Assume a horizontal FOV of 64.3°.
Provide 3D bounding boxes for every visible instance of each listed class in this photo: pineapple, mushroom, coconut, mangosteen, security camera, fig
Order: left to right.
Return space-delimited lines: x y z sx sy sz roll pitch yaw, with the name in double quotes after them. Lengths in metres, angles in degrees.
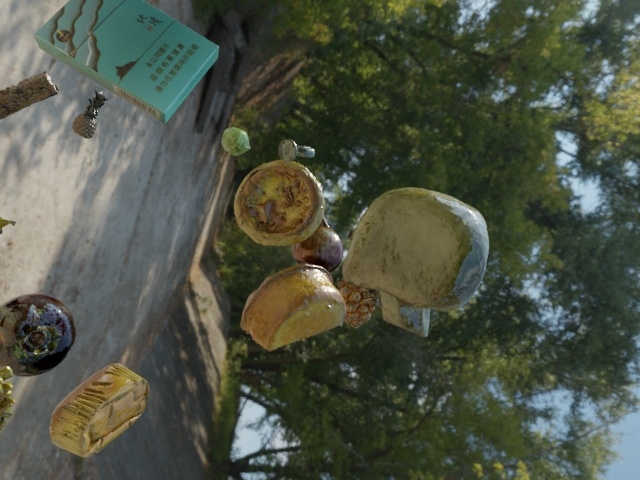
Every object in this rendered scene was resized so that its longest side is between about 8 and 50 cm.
-0.787 0.268 1.391 0.289 0.231 0.231 12 -93 56 "mangosteen"
-0.558 -0.312 1.247 0.124 0.058 0.058 -54 -166 11 "pineapple"
-0.265 -0.311 1.605 0.087 0.096 0.088 -63 179 -2 "coconut"
-0.055 -0.222 1.252 0.092 0.058 0.058 -18 131 -56 "security camera"
0.003 0.007 1.714 0.175 0.175 0.207 123 -13 -64 "fig"
0.146 0.196 1.845 0.164 0.140 0.249 10 -97 60 "pineapple"
0.182 0.025 0.990 0.292 0.217 0.212 -63 -159 -2 "mushroom"

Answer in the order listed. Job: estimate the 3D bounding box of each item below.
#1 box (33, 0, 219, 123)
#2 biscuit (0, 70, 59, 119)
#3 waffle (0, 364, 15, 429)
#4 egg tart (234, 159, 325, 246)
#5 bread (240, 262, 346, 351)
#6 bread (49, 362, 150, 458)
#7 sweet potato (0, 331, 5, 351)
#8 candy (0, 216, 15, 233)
-0.305 -0.311 0.820 0.162 0.229 0.041 -60 -176 -23 "box"
-0.801 -0.379 1.351 0.034 0.199 0.064 54 -11 38 "biscuit"
-0.716 0.319 0.967 0.228 0.232 0.051 -61 -139 28 "waffle"
-0.126 -0.107 1.584 0.115 0.290 0.290 60 41 -72 "egg tart"
-0.070 0.185 1.548 0.194 0.340 0.179 52 -35 37 "bread"
-0.662 0.499 1.520 0.288 0.156 0.204 -45 149 -58 "bread"
-0.559 0.172 0.843 0.226 0.068 0.068 -12 -118 58 "sweet potato"
-0.979 -0.042 1.427 0.297 0.187 0.081 -14 -107 52 "candy"
